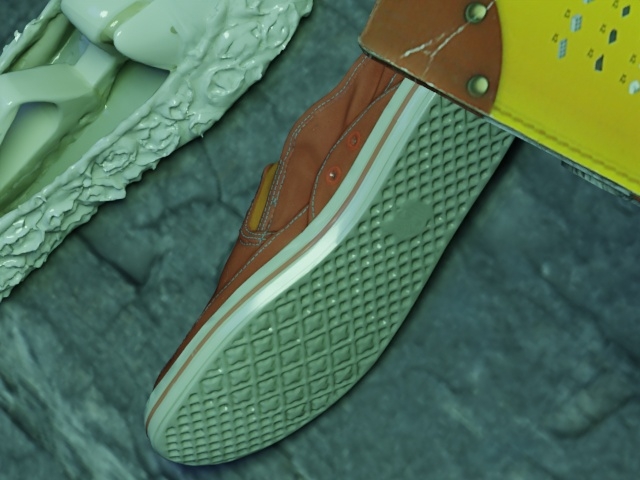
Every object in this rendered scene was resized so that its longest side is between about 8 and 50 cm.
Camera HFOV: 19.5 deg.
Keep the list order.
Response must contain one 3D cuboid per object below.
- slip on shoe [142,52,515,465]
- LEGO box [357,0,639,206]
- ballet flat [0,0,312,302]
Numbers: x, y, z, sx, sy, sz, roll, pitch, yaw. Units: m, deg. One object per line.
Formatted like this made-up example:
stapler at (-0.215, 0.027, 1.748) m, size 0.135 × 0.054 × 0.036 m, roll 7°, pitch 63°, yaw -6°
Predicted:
slip on shoe at (0.000, 0.000, 1.151) m, size 0.331 × 0.123 × 0.101 m, roll -55°, pitch 44°, yaw 8°
LEGO box at (0.267, -0.234, 0.755) m, size 0.193 × 0.372 × 0.500 m, roll 31°, pitch 101°, yaw 24°
ballet flat at (-0.152, -0.101, 1.210) m, size 0.409 × 0.147 × 0.147 m, roll -46°, pitch 69°, yaw 11°
